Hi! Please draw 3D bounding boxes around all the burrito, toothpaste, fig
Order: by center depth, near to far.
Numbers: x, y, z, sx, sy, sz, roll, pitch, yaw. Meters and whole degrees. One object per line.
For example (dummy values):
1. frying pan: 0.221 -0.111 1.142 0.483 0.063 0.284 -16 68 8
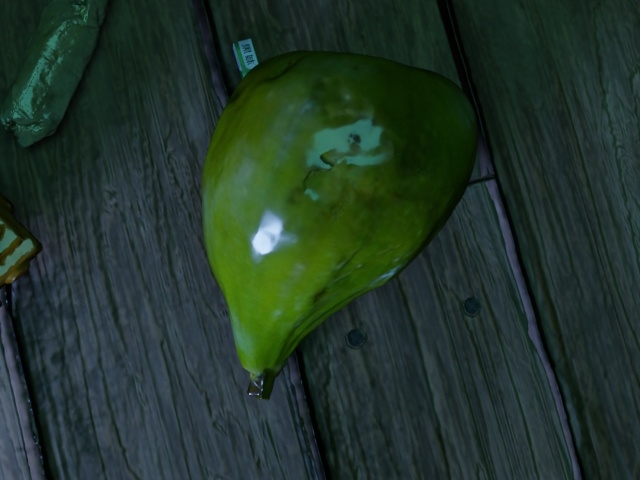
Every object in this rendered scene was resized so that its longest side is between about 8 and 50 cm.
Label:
1. fig: 0.000 -0.020 0.672 0.233 0.233 0.314 22 75 -5
2. burrito: -0.252 -0.176 0.748 0.058 0.045 0.188 20 82 2
3. toothpaste: -0.068 -0.160 0.786 0.020 0.017 0.083 -16 86 -9

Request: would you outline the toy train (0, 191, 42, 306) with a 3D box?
1. toy train: -0.406 -0.068 0.617 0.369 0.231 0.163 45 79 -2
